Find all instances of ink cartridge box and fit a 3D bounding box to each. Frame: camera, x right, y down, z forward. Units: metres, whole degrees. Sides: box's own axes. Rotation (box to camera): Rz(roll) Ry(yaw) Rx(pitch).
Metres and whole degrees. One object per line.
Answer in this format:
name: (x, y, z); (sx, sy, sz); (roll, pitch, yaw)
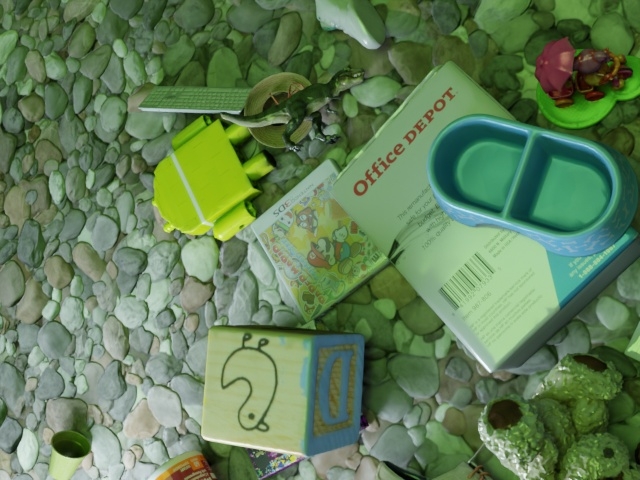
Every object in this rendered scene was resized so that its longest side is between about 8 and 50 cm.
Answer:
ink cartridge box: (0.252, -0.038, 1.292); (0.285, 0.166, 0.395); (-47, 66, 15)

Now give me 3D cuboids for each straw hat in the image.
straw hat: (-0.078, -0.246, 1.551); (0.144, 0.145, 0.061); (-64, 24, 8)

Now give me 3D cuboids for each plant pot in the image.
plant pot: (-0.525, 0.450, 1.720); (0.083, 0.083, 0.079); (37, 115, 27)

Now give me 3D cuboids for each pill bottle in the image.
pill bottle: (-0.217, 0.505, 1.514); (0.121, 0.121, 0.221); (-44, 66, 17)

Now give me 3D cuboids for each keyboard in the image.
keyboard: (-0.248, -0.283, 1.660); (0.256, 0.014, 0.072); (7, 56, 29)

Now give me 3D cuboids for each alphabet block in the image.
alphabet block: (-0.058, 0.238, 1.368); (0.197, 0.193, 0.192); (1, 84, 28)

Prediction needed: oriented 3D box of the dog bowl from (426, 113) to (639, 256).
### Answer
dog bowl: (0.280, -0.084, 1.149); (0.297, 0.074, 0.165); (20, 92, 27)

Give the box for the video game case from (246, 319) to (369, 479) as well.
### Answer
video game case: (-0.054, 0.285, 1.494); (0.232, 0.042, 0.210); (-33, 70, 21)

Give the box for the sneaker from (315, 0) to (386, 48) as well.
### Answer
sneaker: (0.040, -0.407, 1.511); (0.094, 0.080, 0.212); (-46, 59, 30)

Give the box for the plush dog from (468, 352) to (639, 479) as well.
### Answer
plush dog: (0.362, 0.320, 1.188); (0.225, 0.262, 0.210); (43, 138, 35)

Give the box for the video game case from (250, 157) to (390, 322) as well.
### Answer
video game case: (0.000, 0.000, 1.506); (0.206, 0.026, 0.227); (-39, 68, 20)

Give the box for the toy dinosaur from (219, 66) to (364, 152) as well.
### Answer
toy dinosaur: (-0.034, -0.222, 1.498); (0.268, 0.064, 0.118); (-22, 80, -8)

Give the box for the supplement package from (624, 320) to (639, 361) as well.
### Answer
supplement package: (0.562, 0.149, 1.120); (0.244, 0.139, 0.133); (26, 96, 29)

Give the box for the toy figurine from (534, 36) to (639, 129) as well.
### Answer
toy figurine: (0.391, -0.250, 1.245); (0.173, 0.159, 0.130); (-8, 81, 27)

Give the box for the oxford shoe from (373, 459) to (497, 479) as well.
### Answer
oxford shoe: (0.248, 0.415, 1.266); (0.397, 0.140, 0.146); (-1, 77, 26)

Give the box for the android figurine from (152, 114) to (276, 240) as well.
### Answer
android figurine: (-0.217, -0.118, 1.619); (0.273, 0.056, 0.248); (-36, 70, 18)
